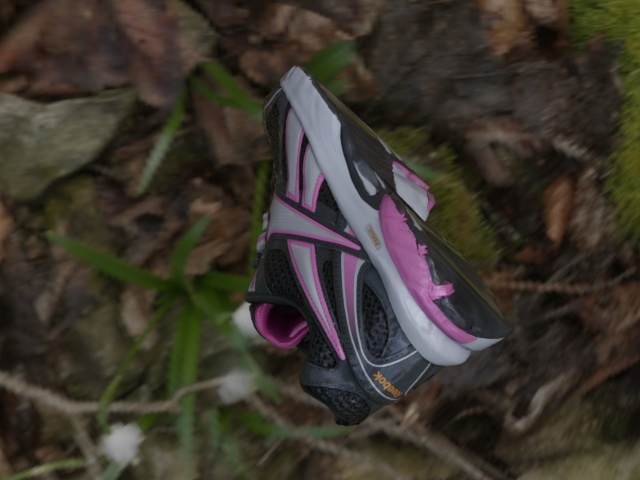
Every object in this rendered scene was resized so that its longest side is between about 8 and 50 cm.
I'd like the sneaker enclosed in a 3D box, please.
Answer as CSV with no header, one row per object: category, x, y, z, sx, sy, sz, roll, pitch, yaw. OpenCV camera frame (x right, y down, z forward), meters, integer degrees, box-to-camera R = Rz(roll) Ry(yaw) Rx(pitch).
sneaker,0.000,0.000,0.694,0.077,0.178,0.072,-42,120,10
